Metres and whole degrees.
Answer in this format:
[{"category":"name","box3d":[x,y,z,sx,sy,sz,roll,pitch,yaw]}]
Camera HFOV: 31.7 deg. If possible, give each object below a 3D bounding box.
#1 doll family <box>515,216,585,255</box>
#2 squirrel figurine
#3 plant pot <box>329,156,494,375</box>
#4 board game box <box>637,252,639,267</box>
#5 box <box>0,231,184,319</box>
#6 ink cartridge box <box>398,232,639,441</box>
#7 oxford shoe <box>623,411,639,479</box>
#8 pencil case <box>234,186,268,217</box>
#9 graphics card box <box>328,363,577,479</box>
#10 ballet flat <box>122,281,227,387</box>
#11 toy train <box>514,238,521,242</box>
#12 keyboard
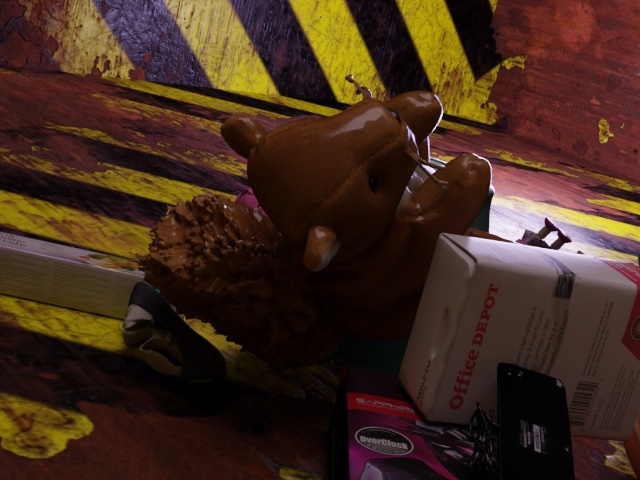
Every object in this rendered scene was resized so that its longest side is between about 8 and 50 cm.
[{"category":"doll family","box3d":[0.334,0.101,1.561,0.263,0.163,0.118,38,16,-23]},{"category":"squirrel figurine","box3d":[0.000,0.000,1.232,0.281,0.397,0.370,61,14,17]},{"category":"plant pot","box3d":[0.108,0.018,1.515,0.271,0.255,0.272,15,15,-4]},{"category":"board game box","box3d":[0.576,0.163,1.430,0.317,0.066,0.319,10,57,-13]},{"category":"box","box3d":[-0.327,0.044,1.436,0.323,0.067,0.063,12,14,-4]},{"category":"ink cartridge box","box3d":[0.218,0.100,1.149,0.237,0.172,0.100,9,16,-20]},{"category":"oxford shoe","box3d":[0.408,0.252,1.130,0.129,0.133,0.364,8,29,-14]},{"category":"pencil case","box3d":[-0.052,-0.030,1.900,0.098,0.095,0.209,-35,42,-28]},{"category":"graphics card box","box3d":[0.124,0.242,1.060,0.232,0.094,0.371,13,16,-2]},{"category":"ballet flat","box3d":[-0.188,0.110,1.315,0.074,0.074,0.203,0,26,-41]},{"category":"toy train","box3d":[0.294,0.078,1.814,0.248,0.105,0.143,-2,35,-46]},{"category":"keyboard","box3d":[0.177,0.186,1.019,0.100,0.038,0.192,20,34,-5]}]
